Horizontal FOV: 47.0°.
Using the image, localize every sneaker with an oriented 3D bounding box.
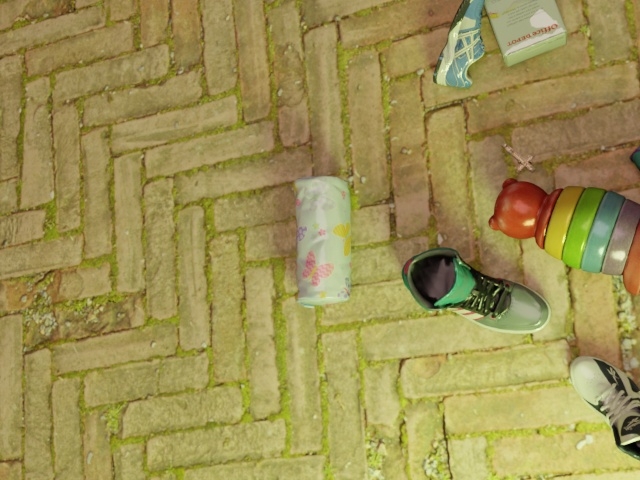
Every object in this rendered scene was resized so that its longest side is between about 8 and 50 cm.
[{"bbox_3d":[0.282,0.093,1.375,0.296,0.178,0.123,17,89,19],"label":"sneaker"},{"bbox_3d":[0.296,-0.407,1.475,0.081,0.080,0.211,21,120,8],"label":"sneaker"},{"bbox_3d":[0.530,0.299,1.279,0.094,0.153,0.235,-36,74,9],"label":"sneaker"}]

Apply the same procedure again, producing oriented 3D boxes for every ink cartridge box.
[{"bbox_3d":[0.400,-0.453,1.463,0.128,0.072,0.175,-19,78,16],"label":"ink cartridge box"}]

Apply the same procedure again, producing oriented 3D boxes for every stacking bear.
[{"bbox_3d":[0.461,-0.029,1.350,0.289,0.164,0.175,18,89,24],"label":"stacking bear"}]

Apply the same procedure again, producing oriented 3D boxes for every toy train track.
[{"bbox_3d":[0.392,-0.167,1.460,0.048,0.014,0.083,-47,71,7],"label":"toy train track"}]

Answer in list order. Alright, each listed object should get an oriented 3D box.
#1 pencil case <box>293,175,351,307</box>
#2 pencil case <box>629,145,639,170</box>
[{"bbox_3d":[0.000,0.000,1.518,0.124,0.113,0.273,-7,80,28],"label":"pencil case"},{"bbox_3d":[0.638,-0.119,1.345,0.070,0.064,0.151,-42,72,26],"label":"pencil case"}]
